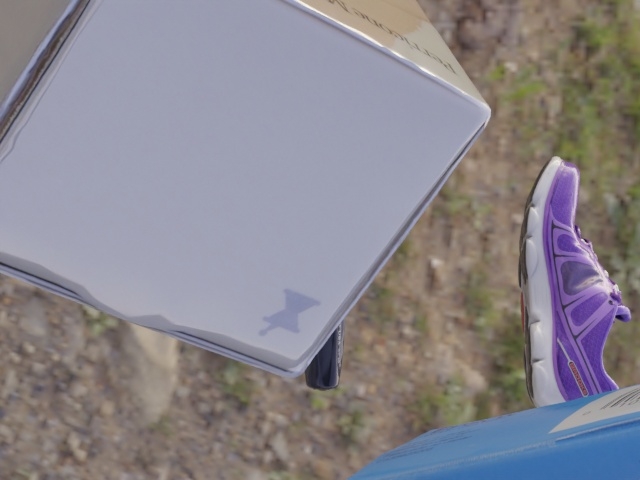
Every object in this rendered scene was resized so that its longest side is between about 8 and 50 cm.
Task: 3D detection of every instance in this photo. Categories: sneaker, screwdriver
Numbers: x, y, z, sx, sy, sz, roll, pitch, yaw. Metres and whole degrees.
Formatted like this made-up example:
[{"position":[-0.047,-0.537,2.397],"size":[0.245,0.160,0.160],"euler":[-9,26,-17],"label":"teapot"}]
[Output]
[{"position":[0.166,0.029,1.083],"size":[0.068,0.071,0.170],"euler":[81,7,-76],"label":"sneaker"},{"position":[0.000,0.000,0.933],"size":[0.025,0.024,0.170],"euler":[-4,93,-35],"label":"screwdriver"}]

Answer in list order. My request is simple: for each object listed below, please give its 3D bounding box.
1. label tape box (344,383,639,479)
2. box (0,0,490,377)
[{"position":[0.177,0.240,0.759],"size":[0.115,0.249,0.347],"euler":[-22,93,-54],"label":"label tape box"},{"position":[-0.069,-0.103,0.622],"size":[0.148,0.311,0.121],"euler":[23,114,-31],"label":"box"}]
